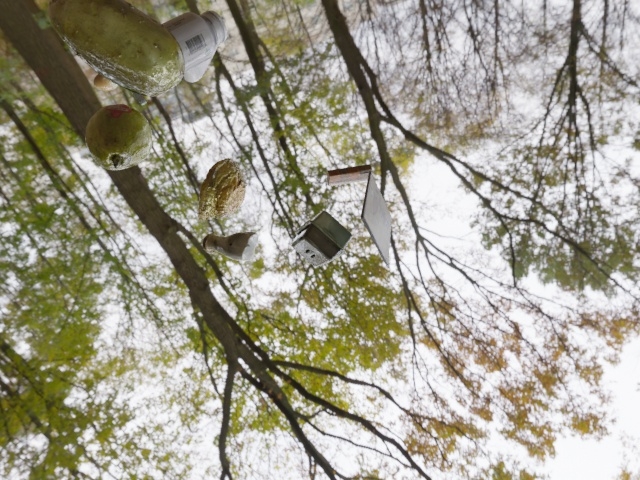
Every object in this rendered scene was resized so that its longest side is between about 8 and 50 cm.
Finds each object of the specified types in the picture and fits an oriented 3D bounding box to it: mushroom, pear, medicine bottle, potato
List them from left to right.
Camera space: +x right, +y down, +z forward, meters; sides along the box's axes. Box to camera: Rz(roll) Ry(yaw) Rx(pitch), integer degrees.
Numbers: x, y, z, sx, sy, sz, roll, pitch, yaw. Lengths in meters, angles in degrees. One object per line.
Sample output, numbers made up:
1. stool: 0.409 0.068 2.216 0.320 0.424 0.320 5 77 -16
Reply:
1. pear: -0.936 -0.459 1.948 0.288 0.287 0.375 -19 -130 3
2. potato: -0.476 -0.471 1.004 0.210 0.307 0.173 13 -106 56
3. medicine bottle: -0.381 -0.585 1.227 0.135 0.135 0.215 15 -130 43
4. mushroom: -0.479 0.020 2.219 0.329 0.122 0.159 8 -124 33

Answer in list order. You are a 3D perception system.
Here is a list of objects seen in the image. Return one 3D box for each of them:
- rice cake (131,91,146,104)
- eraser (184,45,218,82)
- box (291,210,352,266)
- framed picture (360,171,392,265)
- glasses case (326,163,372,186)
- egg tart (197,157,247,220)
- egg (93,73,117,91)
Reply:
1. rice cake: -0.947 -0.768 2.101 0.033 0.207 0.033 -39 -172 -12
2. eraser: -0.696 -0.983 2.190 0.332 0.150 0.331 0 -116 1
3. box: 0.000 0.000 1.920 0.166 0.221 0.290 -51 -174 -20
4. framed picture: 0.236 -0.095 1.713 0.014 0.255 0.338 -16 -148 24
5. glasses case: 0.142 -0.318 2.061 0.218 0.075 0.049 -10 -124 -10
6. egg tart: -0.492 -0.257 2.183 0.153 0.339 0.351 23 -162 15
7. egg: -0.819 -0.604 1.600 0.083 0.071 0.071 -30 -146 -10
